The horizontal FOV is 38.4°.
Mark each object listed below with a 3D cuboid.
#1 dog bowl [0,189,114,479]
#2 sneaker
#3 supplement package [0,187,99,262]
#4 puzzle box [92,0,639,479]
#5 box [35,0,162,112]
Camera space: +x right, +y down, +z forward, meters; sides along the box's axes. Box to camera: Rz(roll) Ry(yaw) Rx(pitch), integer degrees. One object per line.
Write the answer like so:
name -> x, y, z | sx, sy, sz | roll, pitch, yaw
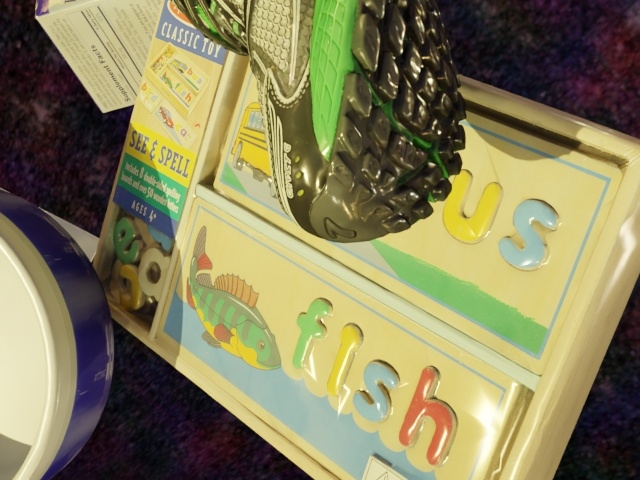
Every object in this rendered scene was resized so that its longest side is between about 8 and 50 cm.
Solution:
dog bowl -> -0.297, 0.086, 0.699 | 0.265, 0.265, 0.104 | 51, 11, 4
sneaker -> -0.013, -0.130, 0.509 | 0.134, 0.146, 0.344 | 53, 21, -45
supplement package -> -0.487, 0.075, 1.378 | 0.198, 0.262, 0.199 | 29, 61, -16
puzzle box -> 0.000, 0.000, 0.617 | 0.409, 0.272, 0.052 | 29, 17, 38
box -> -0.159, -0.194, 0.815 | 0.137, 0.126, 0.072 | -14, 54, 9
